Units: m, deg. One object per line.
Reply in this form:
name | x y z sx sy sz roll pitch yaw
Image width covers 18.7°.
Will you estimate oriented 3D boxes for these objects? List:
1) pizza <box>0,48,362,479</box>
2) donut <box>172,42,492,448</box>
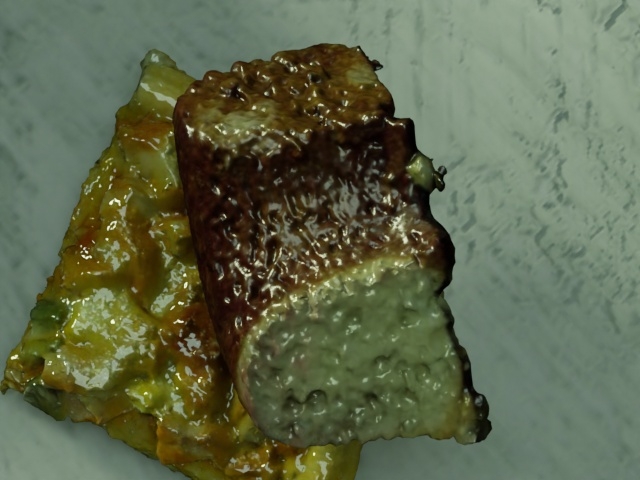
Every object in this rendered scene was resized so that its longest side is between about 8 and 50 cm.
pizza | -0.076 0.039 1.028 0.197 0.058 0.292 -14 81 -12
donut | -0.001 0.009 0.972 0.126 0.144 0.186 -11 110 -20
